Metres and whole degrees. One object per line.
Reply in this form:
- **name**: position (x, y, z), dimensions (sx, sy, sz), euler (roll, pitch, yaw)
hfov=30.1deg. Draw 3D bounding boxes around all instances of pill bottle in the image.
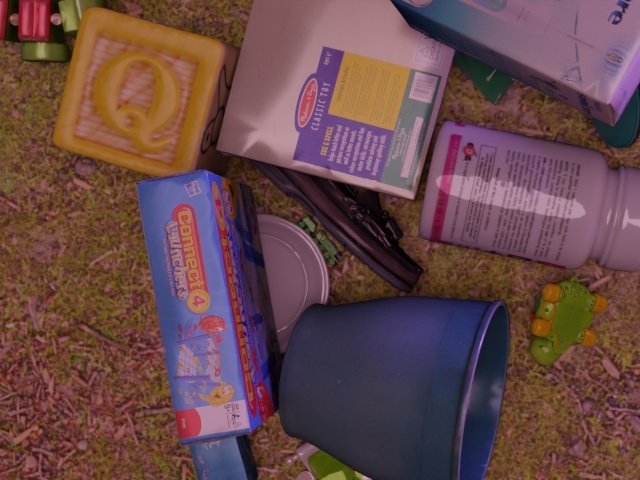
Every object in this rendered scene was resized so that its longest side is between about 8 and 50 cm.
- **pill bottle**: position (0.279, -0.052, 1.539), dimensions (0.283, 0.160, 0.160), euler (12, 97, 7)

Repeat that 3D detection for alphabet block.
- **alphabet block**: position (-0.216, -0.190, 1.576), dimensions (0.193, 0.197, 0.192), euler (15, 96, 7)

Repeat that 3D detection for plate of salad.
- **plate of salad**: position (-0.085, 0.062, 1.656), dimensions (0.200, 0.048, 0.200), euler (0, 88, 6)

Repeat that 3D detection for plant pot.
- **plant pot**: position (0.092, 0.192, 1.549), dimensions (0.255, 0.272, 0.271), euler (9, 96, 19)

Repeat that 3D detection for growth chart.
- **growth chart**: position (0.076, 0.354, 1.675), dimensions (0.172, 0.021, 0.237), euler (-42, 88, 10)

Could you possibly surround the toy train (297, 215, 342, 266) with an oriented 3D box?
- **toy train**: position (0.000, 0.000, 1.655), dimensions (0.024, 0.017, 0.083), euler (-40, 89, -1)

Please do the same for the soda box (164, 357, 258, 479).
- **soda box**: position (-0.152, 0.251, 1.672), dimensions (0.071, 0.067, 0.210), euler (-15, 93, 8)

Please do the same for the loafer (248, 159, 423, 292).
- **loafer**: position (0.031, -0.057, 1.603), dimensions (0.302, 0.109, 0.095), euler (41, 95, 5)

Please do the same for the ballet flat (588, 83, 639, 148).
- **ballet flat**: position (0.372, -0.237, 1.543), dimensions (0.091, 0.077, 0.241), euler (-7, 120, 35)

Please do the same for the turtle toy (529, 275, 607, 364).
- **turtle toy**: position (0.319, 0.108, 1.594), dimensions (0.095, 0.066, 0.130), euler (14, 100, -17)

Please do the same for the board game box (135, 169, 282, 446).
- **board game box**: position (-0.127, 0.078, 1.485), dimensions (0.086, 0.302, 0.308), euler (-10, 88, 6)

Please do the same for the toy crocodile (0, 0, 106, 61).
- **toy crocodile**: position (-0.454, -0.309, 1.644), dimensions (0.341, 0.105, 0.115), euler (4, 95, 8)

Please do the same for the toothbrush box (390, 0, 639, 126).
- **toothbrush box**: position (0.265, -0.300, 1.399), dimensions (0.295, 0.126, 0.216), euler (31, 93, 17)

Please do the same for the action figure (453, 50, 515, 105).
- **action figure**: position (0.182, -0.303, 1.578), dimensions (0.232, 0.063, 0.137), euler (37, 100, 2)

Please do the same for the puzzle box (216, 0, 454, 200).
- **puzzle box**: position (0.043, -0.277, 1.541), dimensions (0.272, 0.052, 0.409), euler (15, 91, 6)
